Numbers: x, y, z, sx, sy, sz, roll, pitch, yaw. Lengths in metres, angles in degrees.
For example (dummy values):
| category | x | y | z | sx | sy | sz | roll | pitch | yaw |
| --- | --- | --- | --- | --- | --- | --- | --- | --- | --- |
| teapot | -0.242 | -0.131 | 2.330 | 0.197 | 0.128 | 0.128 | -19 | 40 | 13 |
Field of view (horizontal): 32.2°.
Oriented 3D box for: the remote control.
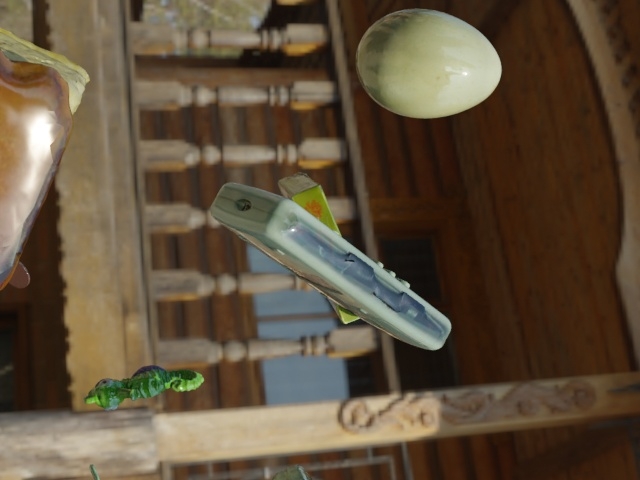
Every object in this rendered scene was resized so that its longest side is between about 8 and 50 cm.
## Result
| category | x | y | z | sx | sy | sz | roll | pitch | yaw |
| --- | --- | --- | --- | --- | --- | --- | --- | --- | --- |
| remote control | 0.020 | 0.033 | 1.197 | 0.140 | 0.296 | 0.056 | 21 | -102 | 53 |

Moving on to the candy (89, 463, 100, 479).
| category | x | y | z | sx | sy | sz | roll | pitch | yaw |
| --- | --- | --- | --- | --- | --- | --- | --- | --- | --- |
| candy | -0.321 | 0.411 | 1.075 | 0.172 | 0.398 | 0.262 | -124 | -169 | -54 |

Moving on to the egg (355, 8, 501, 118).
| category | x | y | z | sx | sy | sz | roll | pitch | yaw |
| --- | --- | --- | --- | --- | --- | --- | --- | --- | --- |
| egg | 0.188 | -0.306 | 1.933 | 0.188 | 0.254 | 0.188 | 5 | 90 | -87 |

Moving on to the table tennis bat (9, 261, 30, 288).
| category | x | y | z | sx | sy | sz | roll | pitch | yaw |
| --- | --- | --- | --- | --- | --- | --- | --- | --- | --- |
| table tennis bat | -0.488 | 0.040 | 1.742 | 0.083 | 0.050 | 0.007 | 59 | 34 | -15 |

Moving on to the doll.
| category | x | y | z | sx | sy | sz | roll | pitch | yaw |
| --- | --- | --- | --- | --- | --- | --- | --- | --- | --- |
| doll | -0.281 | 0.232 | 1.759 | 0.115 | 0.190 | 0.050 | -153 | -125 | -68 |

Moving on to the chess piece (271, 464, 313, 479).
| category | x | y | z | sx | sy | sz | roll | pitch | yaw |
| --- | --- | --- | --- | --- | --- | --- | --- | --- | --- |
| chess piece | -0.108 | 0.441 | 1.556 | 0.139 | 0.272 | 0.139 | 57 | -3 | 5 |

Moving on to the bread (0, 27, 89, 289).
| category | x | y | z | sx | sy | sz | roll | pitch | yaw |
| --- | --- | --- | --- | --- | --- | --- | --- | --- | --- |
| bread | -0.366 | -0.034 | 0.734 | 0.323 | 0.333 | 0.143 | -65 | -165 | 10 |

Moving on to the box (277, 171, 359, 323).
| category | x | y | z | sx | sy | sz | roll | pitch | yaw |
| --- | --- | --- | --- | --- | --- | --- | --- | --- | --- |
| box | 0.000 | 0.000 | 1.476 | 0.311 | 0.043 | 0.173 | -134 | -158 | -82 |
